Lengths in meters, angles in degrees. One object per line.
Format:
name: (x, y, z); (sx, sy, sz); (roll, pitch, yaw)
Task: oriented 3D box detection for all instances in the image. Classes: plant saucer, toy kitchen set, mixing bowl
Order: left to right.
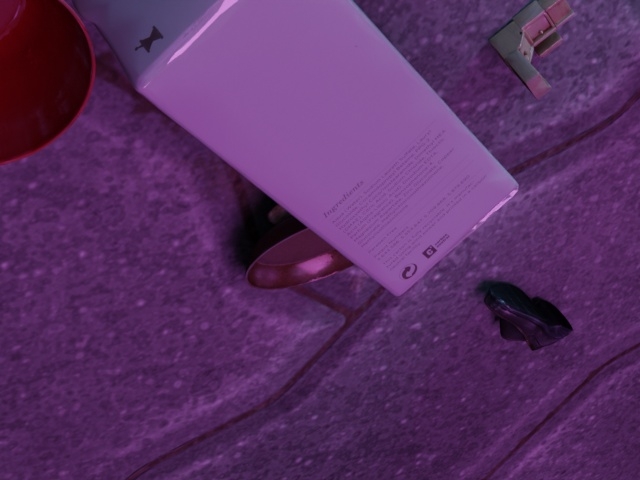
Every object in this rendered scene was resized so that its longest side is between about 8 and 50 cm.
mixing bowl: (-0.259, -0.150, 0.912); (0.181, 0.098, 0.181); (-11, 139, -9)
plant saucer: (0.000, 0.000, 1.270); (0.168, 0.029, 0.168); (-18, 161, -7)
toy kitchen set: (0.229, -0.187, 1.256); (0.083, 0.075, 0.068); (-39, 141, 9)

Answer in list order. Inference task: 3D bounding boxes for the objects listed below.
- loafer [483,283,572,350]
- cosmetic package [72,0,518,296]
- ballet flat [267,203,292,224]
loafer: (0.247, 0.101, 1.560); (0.061, 0.062, 0.170); (-45, 138, 17)
cosmetic package: (-0.023, -0.135, 1.022); (0.156, 0.217, 0.385); (-43, 142, 6)
ballet flat: (0.028, -0.050, 1.255); (0.173, 0.049, 0.057); (-23, 174, -17)
